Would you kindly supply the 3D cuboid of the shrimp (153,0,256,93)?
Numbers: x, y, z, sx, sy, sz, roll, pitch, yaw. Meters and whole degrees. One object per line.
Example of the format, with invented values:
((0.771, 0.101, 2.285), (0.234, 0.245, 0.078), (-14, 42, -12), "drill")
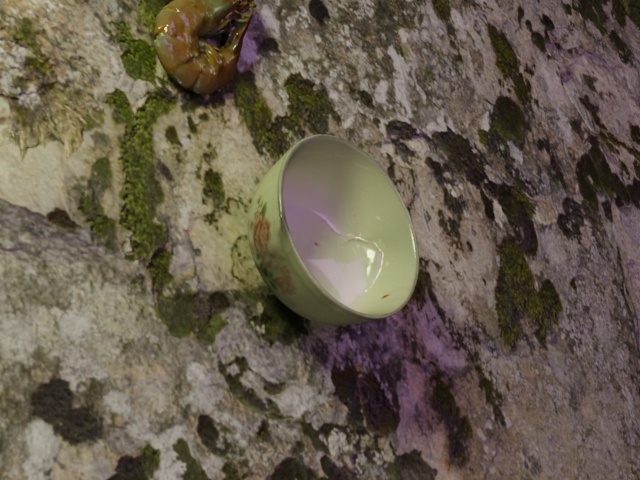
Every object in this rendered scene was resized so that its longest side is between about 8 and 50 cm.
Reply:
((-0.157, -0.312, 1.614), (0.145, 0.061, 0.267), (58, 36, -20), "shrimp")

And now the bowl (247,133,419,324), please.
((0.000, 0.000, 1.544), (0.277, 0.145, 0.277), (23, 55, -37), "bowl")
